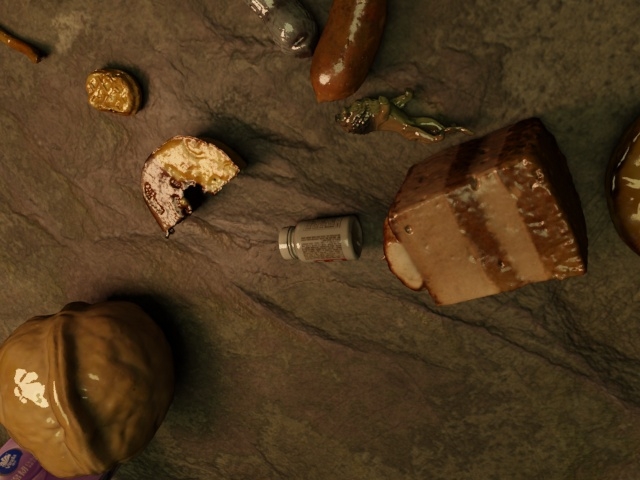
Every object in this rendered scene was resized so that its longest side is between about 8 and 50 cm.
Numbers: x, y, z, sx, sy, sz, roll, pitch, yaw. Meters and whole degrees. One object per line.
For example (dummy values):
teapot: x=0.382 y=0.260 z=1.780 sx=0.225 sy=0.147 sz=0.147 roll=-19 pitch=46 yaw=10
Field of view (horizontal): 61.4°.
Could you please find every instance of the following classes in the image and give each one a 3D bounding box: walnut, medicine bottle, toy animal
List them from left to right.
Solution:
walnut: x=-0.491 y=0.307 z=1.150 sx=0.380 sy=0.381 sz=0.382 roll=8 pitch=116 yaw=16
medicine bottle: x=0.000 y=0.000 z=0.970 sx=0.139 sy=0.079 sz=0.079 roll=-5 pitch=112 yaw=21
toy animal: x=0.132 y=-0.194 z=0.844 sx=0.219 sy=0.069 sz=0.086 roll=16 pitch=140 yaw=17

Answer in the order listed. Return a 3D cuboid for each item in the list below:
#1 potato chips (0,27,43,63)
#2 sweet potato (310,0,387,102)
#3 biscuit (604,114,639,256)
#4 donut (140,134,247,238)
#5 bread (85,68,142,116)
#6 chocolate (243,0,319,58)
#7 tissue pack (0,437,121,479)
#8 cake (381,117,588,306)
potato chips: x=-0.605 y=-0.389 z=1.027 sx=0.203 sy=0.037 sz=0.026 roll=33 pitch=111 yaw=8
sweet potato: x=0.052 y=-0.344 z=0.790 sx=0.097 sy=0.097 sz=0.292 roll=17 pitch=110 yaw=11
biscuit: x=0.548 y=-0.082 z=0.729 sx=0.296 sy=0.102 sz=0.297 roll=10 pitch=120 yaw=18
donut: x=-0.236 y=-0.122 z=0.993 sx=0.217 sy=0.085 sz=0.141 roll=-30 pitch=102 yaw=27
bread: x=-0.382 y=-0.274 z=0.996 sx=0.110 sy=0.044 sz=0.083 roll=13 pitch=116 yaw=16
chocolate: x=-0.063 y=-0.353 z=0.832 sx=0.072 sy=0.072 sz=0.167 roll=-37 pitch=97 yaw=29
tissue pack: x=-0.620 y=0.527 z=1.289 sx=0.242 sy=0.338 sz=0.160 roll=27 pitch=122 yaw=0
cake: x=0.230 y=-0.030 z=0.817 sx=0.292 sy=0.199 sz=0.196 roll=-22 pitch=110 yaw=31
